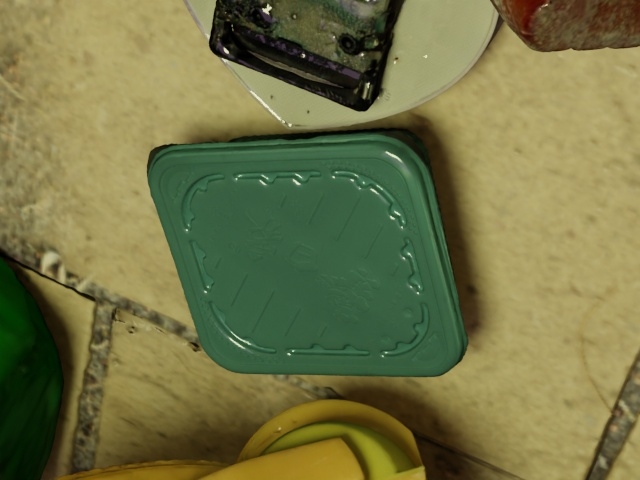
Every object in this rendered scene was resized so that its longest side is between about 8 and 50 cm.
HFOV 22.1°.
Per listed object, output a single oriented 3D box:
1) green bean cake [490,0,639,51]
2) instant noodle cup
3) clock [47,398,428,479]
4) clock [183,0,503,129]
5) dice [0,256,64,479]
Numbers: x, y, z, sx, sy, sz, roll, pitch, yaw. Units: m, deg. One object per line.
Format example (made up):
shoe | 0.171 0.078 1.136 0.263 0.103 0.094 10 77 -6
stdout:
green bean cake | 0.152 -0.155 0.763 0.056 0.135 0.135 54 138 36
instant noodle cup | 0.000 0.000 0.962 0.179 0.070 0.157 -2 119 26
clock | -0.078 0.225 0.982 0.317 0.200 0.244 -12 151 1
clock | -0.002 -0.133 0.889 0.198 0.064 0.172 24 125 13
dice | -0.363 0.138 1.079 0.300 0.297 0.287 25 130 10
